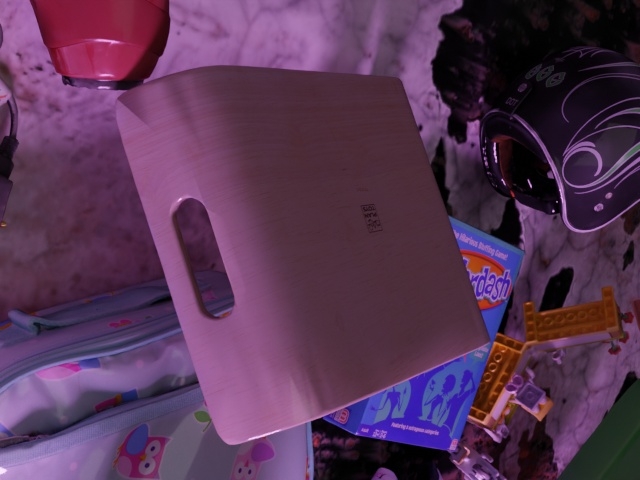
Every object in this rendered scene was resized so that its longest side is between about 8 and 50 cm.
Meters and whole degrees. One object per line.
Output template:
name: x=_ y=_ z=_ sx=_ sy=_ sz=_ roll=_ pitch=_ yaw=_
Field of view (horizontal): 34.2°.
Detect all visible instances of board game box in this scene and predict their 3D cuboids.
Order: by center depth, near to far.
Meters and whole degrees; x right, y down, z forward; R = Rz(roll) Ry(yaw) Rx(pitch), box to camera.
board game box: x=0.101 y=0.084 z=0.969 sx=0.160 sy=0.047 sz=0.210 roll=20 pitch=89 yaw=-47

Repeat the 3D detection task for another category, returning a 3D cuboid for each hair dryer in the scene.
hair dryer: x=-0.178 y=-0.153 z=0.581 sx=0.293 sy=0.080 sz=0.223 roll=-57 pitch=134 yaw=-15

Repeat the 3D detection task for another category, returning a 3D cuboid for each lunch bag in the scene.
lunch bag: x=-0.132 y=0.140 z=0.708 sx=0.279 sy=0.108 sz=0.224 roll=-17 pitch=116 yaw=-41

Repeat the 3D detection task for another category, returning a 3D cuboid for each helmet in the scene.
helmet: x=0.248 y=-0.098 z=0.974 sx=0.161 sy=0.169 sz=0.169 roll=-29 pitch=124 yaw=-16

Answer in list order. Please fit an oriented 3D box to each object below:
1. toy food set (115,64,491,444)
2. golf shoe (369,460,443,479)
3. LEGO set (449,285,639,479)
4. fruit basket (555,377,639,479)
toy food set: x=0.000 y=0.000 z=0.730 sx=0.306 sy=0.092 sz=0.219 roll=-11 pitch=82 yaw=-56
golf shoe: x=0.049 y=0.261 z=0.976 sx=0.186 sy=0.067 sz=0.086 roll=-4 pitch=75 yaw=-40
LEGO set: x=0.246 y=0.139 z=1.074 sx=0.287 sy=0.132 sz=0.107 roll=-42 pitch=139 yaw=2
fruit basket: x=0.303 y=0.333 z=1.020 sx=0.283 sy=0.392 sz=0.392 roll=-47 pitch=132 yaw=-15
